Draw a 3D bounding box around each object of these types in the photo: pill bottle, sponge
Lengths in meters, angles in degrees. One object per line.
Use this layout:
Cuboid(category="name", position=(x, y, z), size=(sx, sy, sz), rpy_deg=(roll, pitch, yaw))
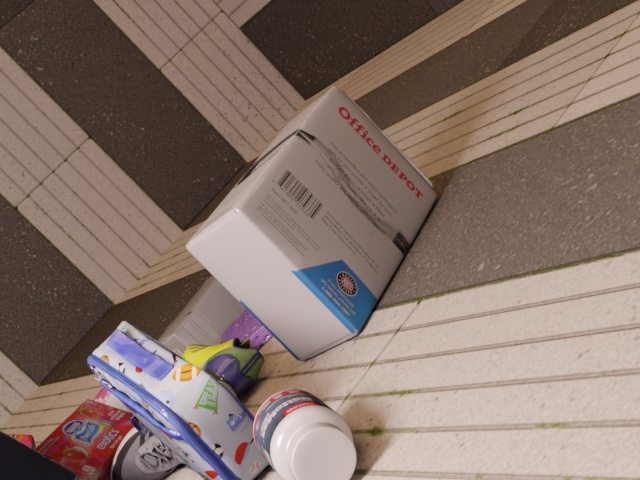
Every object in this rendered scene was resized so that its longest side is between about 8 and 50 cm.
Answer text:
Cuboid(category="pill bottle", position=(-0.017, 0.256, 1.377), size=(0.108, 0.108, 0.180), rpy_deg=(-46, 13, -9))
Cuboid(category="sponge", position=(-0.145, 0.185, 2.186), size=(0.117, 0.031, 0.210), rpy_deg=(-44, 12, 0))

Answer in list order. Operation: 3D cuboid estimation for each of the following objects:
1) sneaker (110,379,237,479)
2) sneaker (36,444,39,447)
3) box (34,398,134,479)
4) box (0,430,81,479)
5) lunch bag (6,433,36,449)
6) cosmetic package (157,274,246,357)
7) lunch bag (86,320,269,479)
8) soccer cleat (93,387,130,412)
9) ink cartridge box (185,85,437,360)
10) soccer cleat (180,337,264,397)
Cuboid(category="sneaker", position=(-0.256, 0.348, 1.825), size=(0.269, 0.101, 0.153), rpy_deg=(-40, 10, 7))
Cuboid(category="sneaker", position=(-0.622, 0.511, 2.411), size=(0.161, 0.057, 0.075), rpy_deg=(88, -153, -53))
Cuboid(category="box", position=(-0.424, 0.402, 1.948), size=(0.257, 0.123, 0.128), rpy_deg=(-53, -23, -72))
Cuboid(category="box", position=(-0.647, 0.575, 1.609), size=(0.471, 0.297, 0.480), rpy_deg=(-59, 3, 30))
Cuboid(category="lunch bag", position=(-0.636, 0.543, 2.114), size=(0.258, 0.120, 0.293), rpy_deg=(-99, 28, -50))
Cuboid(category="cosmetic package", position=(-0.252, 0.173, 2.396), size=(0.127, 0.107, 0.238), rpy_deg=(-33, 19, 49))
Cuboid(category="lunch bag", position=(-0.214, 0.240, 1.601), size=(0.115, 0.243, 0.303), rpy_deg=(-49, 36, -17))
Cuboid(category="soccer cleat", position=(-0.475, 0.423, 2.292), size=(0.331, 0.116, 0.143), rpy_deg=(-43, 21, 28))
Cuboid(category="ink cartridge box", position=(-0.001, -0.036, 1.875), size=(0.166, 0.285, 0.395), rpy_deg=(-32, 16, 44))
Cuboid(category="soccer cleat", position=(-0.178, 0.228, 2.020), size=(0.121, 0.093, 0.289), rpy_deg=(-44, 15, -14))
